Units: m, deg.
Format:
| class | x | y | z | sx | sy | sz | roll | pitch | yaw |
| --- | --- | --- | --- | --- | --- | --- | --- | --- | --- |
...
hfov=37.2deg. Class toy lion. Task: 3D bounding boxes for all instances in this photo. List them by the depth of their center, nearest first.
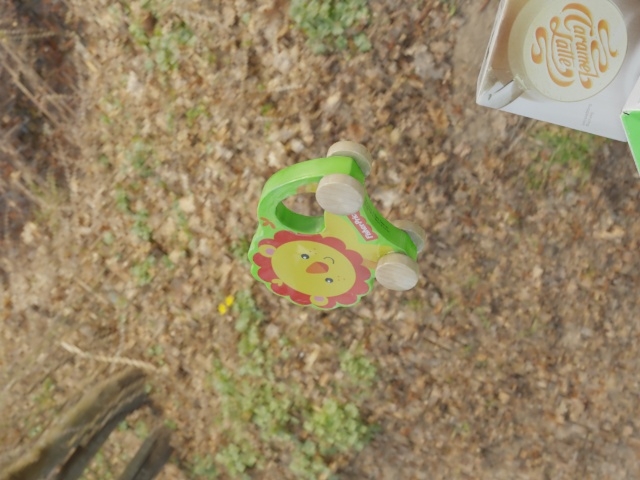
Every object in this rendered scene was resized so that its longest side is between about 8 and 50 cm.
| class | x | y | z | sx | sy | sz | roll | pitch | yaw |
| --- | --- | --- | --- | --- | --- | --- | --- | --- | --- |
| toy lion | 0.000 | 0.000 | 0.509 | 0.096 | 0.034 | 0.100 | -13 | 134 | 29 |

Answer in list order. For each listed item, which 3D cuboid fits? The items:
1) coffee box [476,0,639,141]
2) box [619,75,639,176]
| class | x | y | z | sx | sy | sz | roll | pitch | yaw |
| --- | --- | --- | --- | --- | --- | --- | --- | --- | --- |
| coffee box | 0.237 | -0.229 | 0.831 | 0.141 | 0.098 | 0.246 | 16 | 114 | 4 |
| box | 0.343 | -0.107 | 0.538 | 0.262 | 0.231 | 0.126 | 6 | 140 | 39 |
